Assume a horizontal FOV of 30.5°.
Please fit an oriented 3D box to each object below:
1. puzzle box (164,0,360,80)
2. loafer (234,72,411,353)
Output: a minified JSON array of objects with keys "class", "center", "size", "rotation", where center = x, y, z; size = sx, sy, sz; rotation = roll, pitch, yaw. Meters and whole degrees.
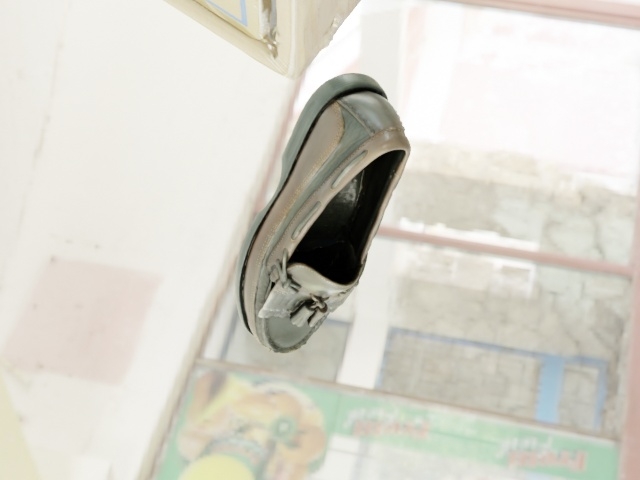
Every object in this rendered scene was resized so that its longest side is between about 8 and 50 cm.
[{"class":"puzzle box","center":[-0.100,-0.198,0.223],"size":[0.052,0.272,0.409],"rotation":[-55,-9,-14]},{"class":"loafer","center":[0.000,0.000,0.926],"size":[0.084,0.096,0.267],"rotation":[53,138,39]}]
